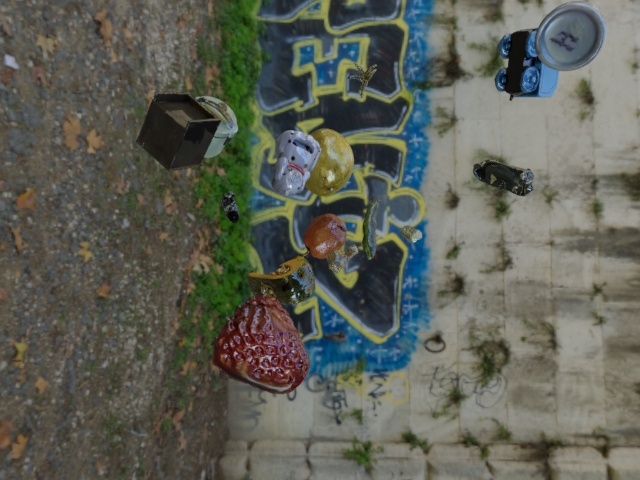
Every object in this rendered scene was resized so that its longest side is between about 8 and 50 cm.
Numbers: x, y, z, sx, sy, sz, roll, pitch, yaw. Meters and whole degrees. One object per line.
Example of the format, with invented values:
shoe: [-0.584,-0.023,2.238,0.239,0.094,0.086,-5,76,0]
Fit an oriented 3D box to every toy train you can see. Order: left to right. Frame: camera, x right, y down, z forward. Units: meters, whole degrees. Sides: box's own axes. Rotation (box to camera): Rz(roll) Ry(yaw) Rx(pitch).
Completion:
toy train: [0.911,-0.762,2.128,0.188,0.265,0.300,26,-60,56]

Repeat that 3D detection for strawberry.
strawberry: [-0.187,0.383,1.718,0.317,0.345,0.295,-46,163,-24]

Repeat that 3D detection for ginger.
ginger: [0.093,0.070,2.236,0.165,0.096,0.067,-45,180,-18]

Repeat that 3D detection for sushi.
sushi: [-0.305,-0.113,1.651,0.085,0.056,0.083,91,-17,-54]

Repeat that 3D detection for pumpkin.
pumpkin: [-0.151,0.159,2.040,0.190,0.280,0.139,-40,123,-37]

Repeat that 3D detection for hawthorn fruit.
hawthorn fruit: [0.000,0.000,2.505,0.211,0.299,0.211,48,-7,7]

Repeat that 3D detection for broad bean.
broad bean: [0.186,-0.046,1.822,0.046,0.065,0.255,-22,-126,55]

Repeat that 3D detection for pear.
pear: [0.018,-0.382,2.385,0.314,0.314,0.315,1,90,-90]

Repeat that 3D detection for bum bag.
bum bag: [0.896,-0.316,2.388,0.142,0.326,0.080,-54,145,-9]

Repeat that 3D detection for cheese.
cheese: [0.414,-0.031,2.256,0.043,0.065,0.194,48,1,-13]

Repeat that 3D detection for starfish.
starfish: [0.174,-0.655,1.992,0.041,0.133,0.130,-33,131,-47]

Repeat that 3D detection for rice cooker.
rice cooker: [-0.490,-0.497,2.142,0.244,0.226,0.226,-43,-146,40]

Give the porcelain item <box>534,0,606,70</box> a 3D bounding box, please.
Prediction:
porcelain item: [0.582,-0.475,1.139,0.114,0.147,0.147,-41,139,-51]

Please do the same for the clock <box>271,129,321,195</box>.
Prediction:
clock: [-0.111,-0.278,1.923,0.189,0.188,0.254,90,13,-65]

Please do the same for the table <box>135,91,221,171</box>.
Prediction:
table: [-0.462,-0.363,1.620,0.193,0.169,0.172,-57,165,29]
